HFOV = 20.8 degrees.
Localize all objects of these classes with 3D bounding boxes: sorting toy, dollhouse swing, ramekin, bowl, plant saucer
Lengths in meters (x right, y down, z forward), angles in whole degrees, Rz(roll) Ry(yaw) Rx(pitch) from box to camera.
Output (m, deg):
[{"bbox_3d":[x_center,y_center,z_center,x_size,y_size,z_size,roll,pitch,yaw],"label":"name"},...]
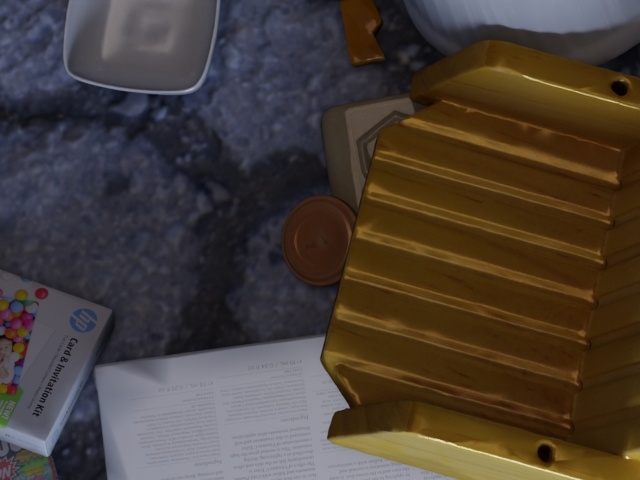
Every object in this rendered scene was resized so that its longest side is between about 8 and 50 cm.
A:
[{"bbox_3d":[0.118,-0.082,1.593,0.229,0.041,0.307,-10,82,9],"label":"sorting toy"},{"bbox_3d":[0.193,0.002,1.359,0.315,0.305,0.347,16,72,-2],"label":"dollhouse swing"},{"bbox_3d":[0.182,-0.291,1.508,0.277,0.135,0.277,-8,64,17],"label":"ramekin"},{"bbox_3d":[-0.161,-0.203,1.625,0.142,0.053,0.142,8,83,7],"label":"bowl"},{"bbox_3d":[0.000,0.000,1.587,0.083,0.013,0.083,-2,86,30],"label":"plant saucer"}]

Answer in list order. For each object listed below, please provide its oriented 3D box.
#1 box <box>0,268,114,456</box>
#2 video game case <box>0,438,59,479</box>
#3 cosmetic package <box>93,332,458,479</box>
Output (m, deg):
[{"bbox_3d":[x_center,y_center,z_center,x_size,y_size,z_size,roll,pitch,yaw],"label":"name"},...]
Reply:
[{"bbox_3d":[-0.301,0.098,1.582,0.186,0.038,0.145,20,60,7],"label":"box"},{"bbox_3d":[-0.325,0.256,1.540,0.204,0.025,0.285,-19,61,-3],"label":"video game case"},{"bbox_3d":[0.006,0.227,1.533,0.377,0.097,0.284,-8,80,4],"label":"cosmetic package"}]
